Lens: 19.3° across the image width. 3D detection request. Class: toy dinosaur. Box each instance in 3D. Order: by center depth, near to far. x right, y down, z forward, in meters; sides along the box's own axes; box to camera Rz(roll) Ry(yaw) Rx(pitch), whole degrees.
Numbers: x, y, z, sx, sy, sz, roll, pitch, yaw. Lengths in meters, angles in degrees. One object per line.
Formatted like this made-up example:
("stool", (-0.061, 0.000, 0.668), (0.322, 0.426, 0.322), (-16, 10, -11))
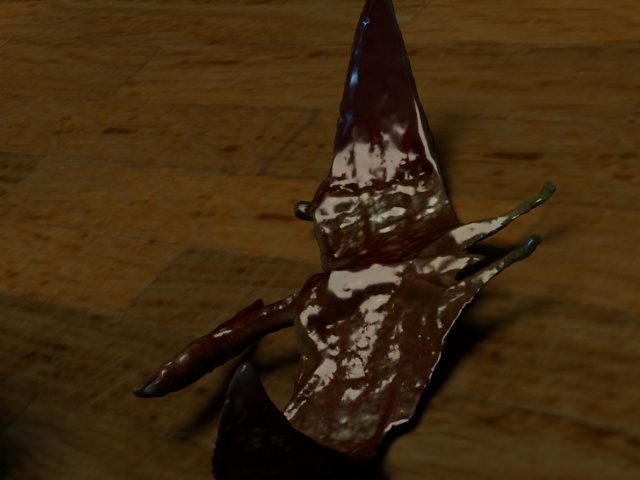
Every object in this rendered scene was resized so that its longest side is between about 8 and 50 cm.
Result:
("toy dinosaur", (0.009, -0.006, 0.891), (0.206, 0.113, 0.327), (-3, 38, 45))
